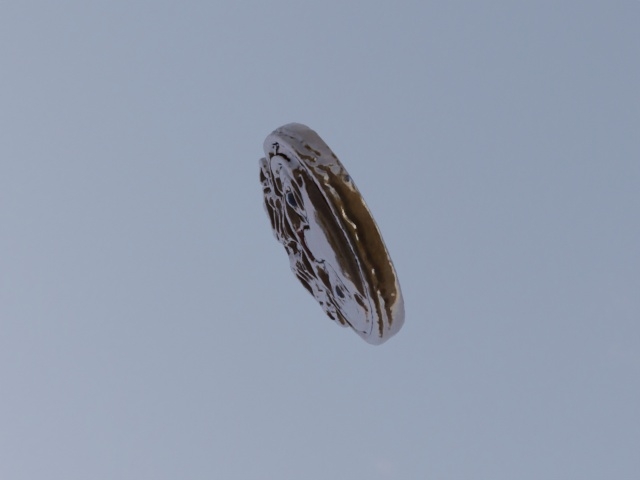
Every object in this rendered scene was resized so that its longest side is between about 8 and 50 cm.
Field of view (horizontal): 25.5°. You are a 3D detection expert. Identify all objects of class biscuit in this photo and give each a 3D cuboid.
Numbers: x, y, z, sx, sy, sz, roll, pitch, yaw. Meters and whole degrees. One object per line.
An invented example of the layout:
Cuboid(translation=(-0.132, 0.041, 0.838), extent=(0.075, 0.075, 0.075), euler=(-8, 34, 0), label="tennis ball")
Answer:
Cuboid(translation=(0.000, 0.000, 0.753), extent=(0.026, 0.175, 0.124), euler=(-27, -89, -11), label="biscuit")
